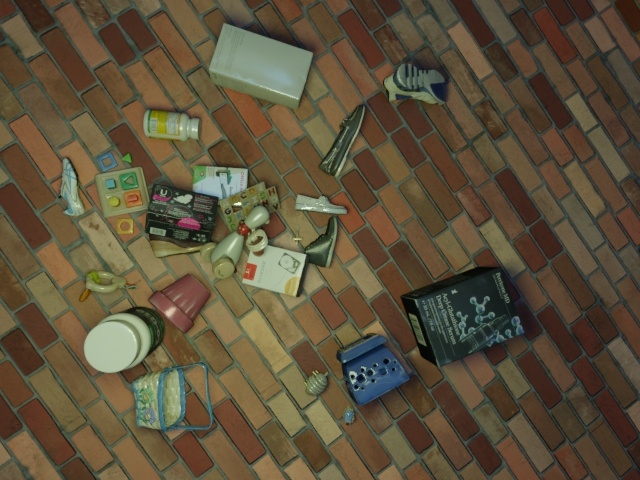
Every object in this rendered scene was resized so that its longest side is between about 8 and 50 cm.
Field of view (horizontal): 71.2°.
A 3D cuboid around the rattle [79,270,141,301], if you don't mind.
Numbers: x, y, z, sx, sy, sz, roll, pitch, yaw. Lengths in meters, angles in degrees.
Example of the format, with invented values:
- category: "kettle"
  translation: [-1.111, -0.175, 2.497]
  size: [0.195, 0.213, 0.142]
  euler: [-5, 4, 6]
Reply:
- category: "rattle"
  translation: [-0.842, 0.205, 1.794]
  size: [0.200, 0.130, 0.142]
  euler: [12, 98, -33]

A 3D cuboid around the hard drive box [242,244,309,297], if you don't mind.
- category: "hard drive box"
  translation: [-0.181, 0.120, 1.837]
  size: [0.233, 0.089, 0.180]
  euler: [12, 86, 10]

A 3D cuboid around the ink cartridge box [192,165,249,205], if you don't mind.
- category: "ink cartridge box"
  translation: [-0.408, -0.220, 1.847]
  size: [0.220, 0.092, 0.160]
  euler: [2, 88, -6]

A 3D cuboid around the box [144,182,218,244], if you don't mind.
- category: "box"
  translation: [-0.537, -0.100, 1.737]
  size: [0.248, 0.163, 0.141]
  euler: [12, 57, -18]

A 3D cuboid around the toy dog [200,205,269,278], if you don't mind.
- category: "toy dog"
  translation: [-0.309, 0.025, 1.770]
  size: [0.334, 0.161, 0.220]
  euler: [-28, 54, 17]

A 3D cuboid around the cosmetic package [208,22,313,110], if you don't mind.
- category: "cosmetic package"
  translation: [-0.242, -0.714, 1.858]
  size: [0.386, 0.156, 0.217]
  euler: [18, 86, -7]

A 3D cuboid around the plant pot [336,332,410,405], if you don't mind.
- category: "plant pot"
  translation: [0.195, 0.510, 1.829]
  size: [0.236, 0.236, 0.211]
  euler: [-25, 84, -8]

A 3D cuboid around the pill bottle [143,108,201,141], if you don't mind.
- category: "pill bottle"
  translation: [-0.599, -0.465, 1.821]
  size: [0.209, 0.117, 0.117]
  euler: [4, 87, -6]

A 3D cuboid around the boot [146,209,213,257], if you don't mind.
- category: "boot"
  translation: [-0.573, -0.045, 1.824]
  size: [0.249, 0.090, 0.206]
  euler: [-8, 83, -14]

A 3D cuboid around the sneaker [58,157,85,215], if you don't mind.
- category: "sneaker"
  translation: [-1.002, -0.213, 1.778]
  size: [0.086, 0.085, 0.236]
  euler: [-10, 89, -22]

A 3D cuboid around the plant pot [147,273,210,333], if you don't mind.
- category: "plant pot"
  translation: [-0.546, 0.239, 1.774]
  size: [0.201, 0.201, 0.180]
  euler: [45, 68, -3]

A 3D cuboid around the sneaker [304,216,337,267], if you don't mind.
- category: "sneaker"
  translation: [0.000, 0.000, 1.893]
  size: [0.118, 0.083, 0.221]
  euler: [11, 88, -6]

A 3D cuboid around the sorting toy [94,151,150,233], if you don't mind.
- category: "sorting toy"
  translation: [-0.809, -0.198, 1.821]
  size: [0.196, 0.047, 0.347]
  euler: [-14, 90, -7]

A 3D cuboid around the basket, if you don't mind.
- category: "basket"
  translation: [-0.567, 0.616, 1.741]
  size: [0.290, 0.201, 0.254]
  euler: [-8, 88, 3]

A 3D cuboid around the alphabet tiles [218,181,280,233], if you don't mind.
- category: "alphabet tiles"
  translation: [-0.279, -0.129, 1.834]
  size: [0.237, 0.009, 0.198]
  euler: [-27, 131, -18]

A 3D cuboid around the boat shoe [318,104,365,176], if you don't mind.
- category: "boat shoe"
  translation: [0.092, -0.436, 1.908]
  size: [0.096, 0.112, 0.334]
  euler: [22, 89, -10]

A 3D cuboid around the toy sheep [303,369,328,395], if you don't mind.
- category: "toy sheep"
  translation: [-0.014, 0.595, 1.869]
  size: [0.091, 0.091, 0.132]
  euler: [40, 102, -4]

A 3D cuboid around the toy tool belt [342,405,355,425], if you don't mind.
- category: "toy tool belt"
  translation: [0.121, 0.750, 1.895]
  size: [0.052, 0.051, 0.083]
  euler: [14, 87, -6]

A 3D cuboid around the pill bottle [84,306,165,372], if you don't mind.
- category: "pill bottle"
  translation: [-0.715, 0.361, 1.653]
  size: [0.205, 0.361, 0.203]
  euler: [0, 88, -7]

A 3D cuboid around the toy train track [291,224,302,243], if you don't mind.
- category: "toy train track"
  translation: [-0.099, -0.025, 1.918]
  size: [0.048, 0.014, 0.083]
  euler: [2, 82, 0]

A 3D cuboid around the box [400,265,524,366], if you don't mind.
- category: "box"
  translation: [0.589, 0.310, 1.889]
  size: [0.396, 0.212, 0.293]
  euler: [-20, 90, -8]

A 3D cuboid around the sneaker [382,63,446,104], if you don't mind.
- category: "sneaker"
  translation: [0.390, -0.671, 1.949]
  size: [0.316, 0.182, 0.127]
  euler: [4, 89, -36]

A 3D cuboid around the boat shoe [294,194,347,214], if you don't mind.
- category: "boat shoe"
  translation: [0.005, -0.155, 1.899]
  size: [0.227, 0.083, 0.075]
  euler: [6, 88, -6]
